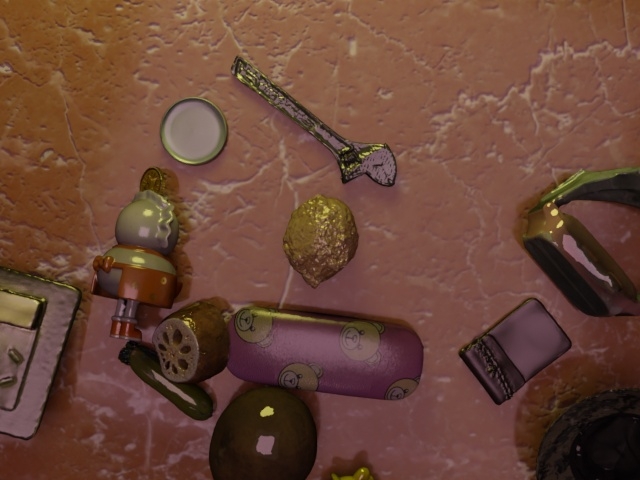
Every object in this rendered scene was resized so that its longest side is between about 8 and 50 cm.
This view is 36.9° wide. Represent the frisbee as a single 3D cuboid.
[{"bbox_3d":[-0.204,-0.175,1.542,0.110,0.014,0.110,0,92,3],"label":"frisbee"}]

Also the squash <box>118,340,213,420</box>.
[{"bbox_3d":[-0.246,0.226,1.545,0.183,0.052,0.052,39,93,3],"label":"squash"}]

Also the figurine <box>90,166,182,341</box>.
[{"bbox_3d":[-0.286,0.021,1.497,0.143,0.143,0.271,-1,94,2],"label":"figurine"}]

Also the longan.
[{"bbox_3d":[-0.089,0.317,1.486,0.187,0.167,0.167,-44,90,7],"label":"longan"}]

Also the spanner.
[{"bbox_3d":[-0.012,-0.187,1.530,0.325,0.026,0.093,38,92,1],"label":"spanner"}]

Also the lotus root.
[{"bbox_3d":[-0.200,0.161,1.501,0.112,0.081,0.122,-21,84,31],"label":"lotus root"}]

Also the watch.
[{"bbox_3d":[0.472,-0.008,1.464,0.241,0.162,0.253,-41,91,-4],"label":"watch"}]

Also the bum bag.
[{"bbox_3d":[0.313,0.176,1.533,0.159,0.026,0.109,-39,90,3],"label":"bum bag"}]

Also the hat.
[{"bbox_3d":[0.459,0.325,1.485,0.266,0.128,0.265,3,104,11],"label":"hat"}]

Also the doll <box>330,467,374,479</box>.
[{"bbox_3d":[-0.013,0.443,1.520,0.241,0.099,0.135,-32,91,0],"label":"doll"}]

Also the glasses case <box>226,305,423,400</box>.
[{"bbox_3d":[0.004,0.177,1.518,0.316,0.076,0.123,8,94,2],"label":"glasses case"}]

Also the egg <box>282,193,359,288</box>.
[{"bbox_3d":[0.000,0.000,1.492,0.116,0.118,0.140,11,102,-15],"label":"egg"}]

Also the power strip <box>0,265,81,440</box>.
[{"bbox_3d":[-0.532,0.164,1.530,0.257,0.092,0.251,15,84,2],"label":"power strip"}]
